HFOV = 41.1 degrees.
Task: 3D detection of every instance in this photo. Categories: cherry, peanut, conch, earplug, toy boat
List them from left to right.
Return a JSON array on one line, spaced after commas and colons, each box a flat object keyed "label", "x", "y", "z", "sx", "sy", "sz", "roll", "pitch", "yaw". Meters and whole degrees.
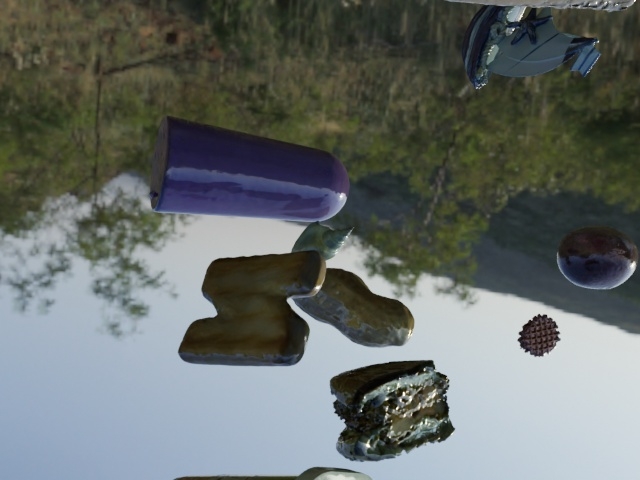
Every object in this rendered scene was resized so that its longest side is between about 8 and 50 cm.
[{"label": "earplug", "x": -0.150, "y": -0.146, "z": 1.950, "sx": 0.456, "sy": 0.215, "sz": 0.215, "roll": 6, "pitch": 179, "yaw": -19}, {"label": "conch", "x": -0.001, "y": 0.004, "z": 1.898, "sx": 0.180, "sy": 0.088, "sz": 0.065, "roll": -28, "pitch": -173, "yaw": 25}, {"label": "peanut", "x": 0.077, "y": 0.160, "z": 2.025, "sx": 0.313, "sy": 0.149, "sz": 0.149, "roll": 29, "pitch": -170, "yaw": 24}, {"label": "toy boat", "x": 0.411, "y": -0.407, "z": 1.678, "sx": 0.291, "sy": 0.210, "sz": 0.070, "roll": -2, "pitch": 164, "yaw": 39}, {"label": "cherry", "x": 0.613, "y": 0.038, "z": 1.868, "sx": 0.176, "sy": 0.140, "sz": 0.176, "roll": 6, "pitch": -177, "yaw": 0}]

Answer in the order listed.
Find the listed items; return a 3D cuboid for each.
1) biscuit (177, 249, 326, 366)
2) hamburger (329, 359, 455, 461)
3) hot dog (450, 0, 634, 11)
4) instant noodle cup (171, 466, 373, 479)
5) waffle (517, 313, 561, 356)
[{"label": "biscuit", "x": -0.129, "y": 0.133, "z": 1.636, "sx": 0.290, "sy": 0.237, "sz": 0.062, "roll": -6, "pitch": 146, "yaw": 33}, {"label": "hamburger", "x": 0.120, "y": 0.323, "z": 1.641, "sx": 0.288, "sy": 0.168, "sz": 0.192, "roll": -8, "pitch": 177, "yaw": -38}, {"label": "hot dog", "x": 0.211, "y": -0.279, "z": 0.871, "sx": 0.289, "sy": 0.083, "sz": 0.068, "roll": -4, "pitch": -137, "yaw": -27}, {"label": "instant noodle cup", "x": -0.094, "y": 0.485, "z": 1.352, "sx": 0.308, "sy": 0.294, "sz": 0.294, "roll": -4, "pitch": 175, "yaw": 35}, {"label": "waffle", "x": 0.409, "y": 0.180, "z": 1.602, "sx": 0.075, "sy": 0.083, "sz": 0.029, "roll": 42, "pitch": 174, "yaw": -14}]
